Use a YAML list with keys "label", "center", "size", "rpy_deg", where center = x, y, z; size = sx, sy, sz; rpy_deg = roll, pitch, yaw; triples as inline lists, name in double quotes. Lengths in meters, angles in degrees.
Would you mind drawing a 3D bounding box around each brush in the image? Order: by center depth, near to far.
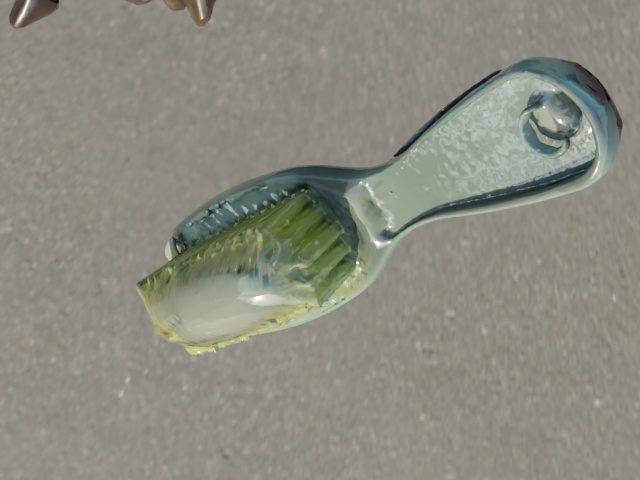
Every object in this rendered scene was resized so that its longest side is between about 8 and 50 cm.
- label: "brush"
  center: [0.000, 0.000, 0.647]
  size: [0.068, 0.060, 0.297]
  rpy_deg: [54, 145, -7]

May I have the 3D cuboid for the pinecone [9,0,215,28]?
- label: "pinecone"
  center: [-0.127, -0.296, 0.772]
  size: [0.398, 0.397, 0.397]
  rpy_deg: [3, 114, 6]
